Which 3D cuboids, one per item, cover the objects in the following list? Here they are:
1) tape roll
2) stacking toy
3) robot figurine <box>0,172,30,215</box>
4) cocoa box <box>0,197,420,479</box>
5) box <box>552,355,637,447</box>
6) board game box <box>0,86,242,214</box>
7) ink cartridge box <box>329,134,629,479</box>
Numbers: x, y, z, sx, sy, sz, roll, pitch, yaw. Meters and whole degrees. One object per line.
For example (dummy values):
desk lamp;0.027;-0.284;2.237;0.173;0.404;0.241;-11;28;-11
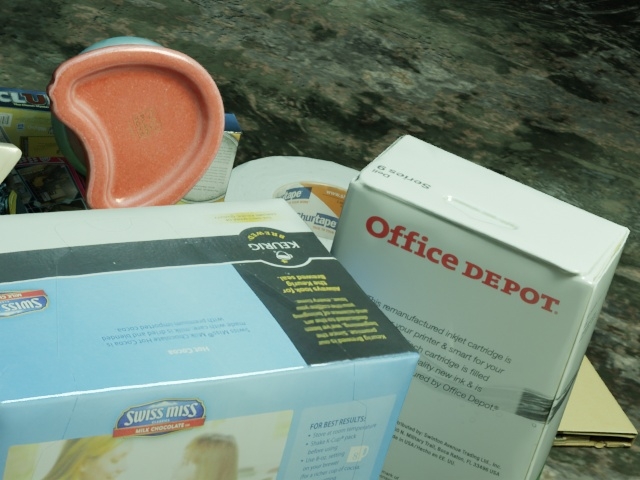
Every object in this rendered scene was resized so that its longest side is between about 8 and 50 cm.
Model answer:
tape roll;0.000;0.000;1.856;0.219;0.072;0.219;12;29;-7
stacking toy;-0.206;-0.013;1.596;0.279;0.309;0.130;-15;17;-19
robot figurine;-0.393;-0.029;1.616;0.291;0.085;0.211;31;63;22
cocoa box;-0.145;0.127;1.389;0.347;0.231;0.228;-5;35;-33
box;0.188;0.127;1.779;0.164;0.021;0.201;3;32;-22
board game box;-0.210;-0.052;1.744;0.243;0.165;0.042;6;30;-19
ink cartridge box;0.103;0.090;1.520;0.211;0.289;0.121;24;30;14
